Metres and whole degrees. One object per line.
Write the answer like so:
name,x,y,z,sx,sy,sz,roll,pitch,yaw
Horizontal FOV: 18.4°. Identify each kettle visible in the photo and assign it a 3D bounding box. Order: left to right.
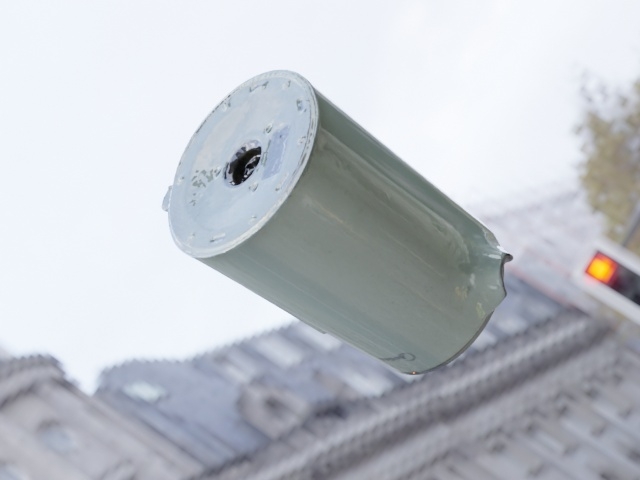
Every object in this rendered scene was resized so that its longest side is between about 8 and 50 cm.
kettle,0.002,0.003,0.956,0.127,0.098,0.148,-40,-51,21
